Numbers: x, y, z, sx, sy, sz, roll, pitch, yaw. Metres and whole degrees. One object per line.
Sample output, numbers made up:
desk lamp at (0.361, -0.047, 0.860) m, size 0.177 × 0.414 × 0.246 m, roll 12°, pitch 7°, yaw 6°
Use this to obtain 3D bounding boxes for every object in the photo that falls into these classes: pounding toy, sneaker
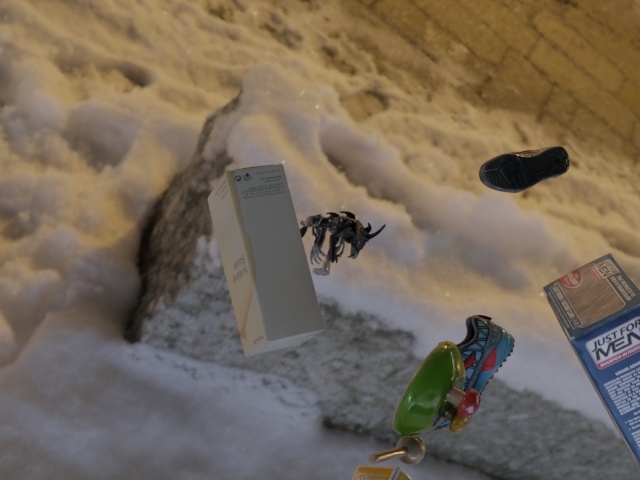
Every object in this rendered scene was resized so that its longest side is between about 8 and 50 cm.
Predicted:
pounding toy at (0.205, 0.299, 1.539) m, size 0.110 × 0.236 × 0.183 m, roll 30°, pitch 5°, yaw 24°
sneaker at (0.412, -0.146, 1.931) m, size 0.228 × 0.130 × 0.087 m, roll -17°, pitch 91°, yaw -30°
sneaker at (0.271, 0.261, 1.814) m, size 0.125 × 0.104 × 0.262 m, roll 41°, pitch 70°, yaw -4°

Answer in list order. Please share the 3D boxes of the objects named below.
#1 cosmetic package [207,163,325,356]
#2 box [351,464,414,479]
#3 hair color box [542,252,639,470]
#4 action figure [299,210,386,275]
cosmetic package at (-0.101, 0.037, 1.603) m, size 0.113 × 0.160 × 0.309 m, roll -9°, pitch 76°, yaw -22°
box at (0.144, 0.500, 1.609) m, size 0.203 × 0.114 × 0.103 m, roll 46°, pitch 56°, yaw -24°
hair color box at (0.417, 0.205, 1.138) m, size 0.347 × 0.105 × 0.174 m, roll 59°, pitch 11°, yaw -14°
action figure at (0.000, 0.000, 1.980) m, size 0.276 × 0.140 × 0.164 m, roll 6°, pitch 5°, yaw -1°
